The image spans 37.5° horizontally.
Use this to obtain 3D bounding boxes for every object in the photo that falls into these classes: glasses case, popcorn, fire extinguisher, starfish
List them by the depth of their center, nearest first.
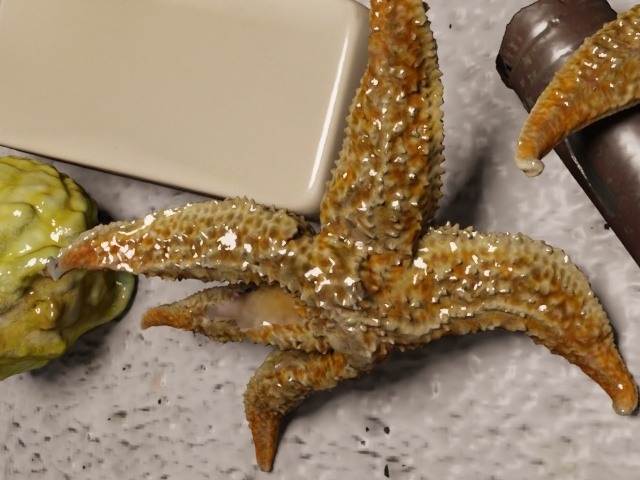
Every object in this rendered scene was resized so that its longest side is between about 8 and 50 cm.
[{"bbox_3d":[0.214,-0.086,0.458,0.247,0.050,0.138,-44,68,-7],"label":"starfish"},{"bbox_3d":[0.181,-0.018,0.484,0.072,0.089,0.268,-45,62,33],"label":"fire extinguisher"},{"bbox_3d":[-0.018,0.017,0.543,0.293,0.084,0.301,-23,112,29],"label":"starfish"},{"bbox_3d":[-0.107,-0.109,0.682,0.336,0.076,0.144,15,91,32],"label":"glasses case"},{"bbox_3d":[-0.230,0.024,0.705,0.173,0.142,0.174,20,122,36],"label":"popcorn"}]
